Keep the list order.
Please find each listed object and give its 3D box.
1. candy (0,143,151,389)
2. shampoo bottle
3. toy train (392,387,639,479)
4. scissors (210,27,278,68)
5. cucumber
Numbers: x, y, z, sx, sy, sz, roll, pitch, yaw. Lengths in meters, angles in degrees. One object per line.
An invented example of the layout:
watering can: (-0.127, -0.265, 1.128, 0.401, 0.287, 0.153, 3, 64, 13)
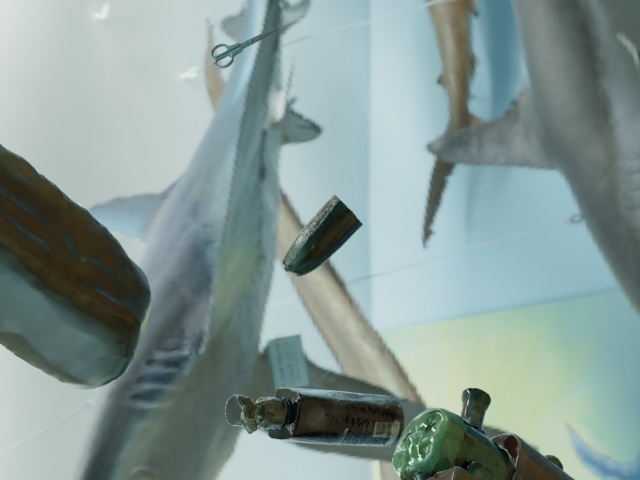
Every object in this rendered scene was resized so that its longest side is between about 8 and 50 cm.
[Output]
candy: (-0.235, 0.015, 0.847, 0.234, 0.102, 0.104, 40, -148, -30)
shampoo bottle: (-0.005, 0.187, 1.142, 0.207, 0.063, 0.057, 10, -91, -35)
toy train: (0.151, 0.243, 0.768, 0.304, 0.150, 0.221, 38, -133, -17)
scissors: (-0.085, -0.221, 1.222, 0.006, 0.083, 0.036, 61, -176, -57)
cucumber: (0.000, 0.000, 1.188, 0.105, 0.048, 0.048, -48, -54, -11)
